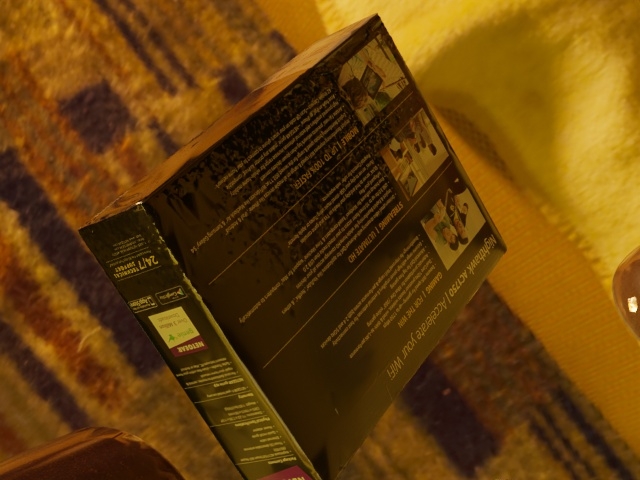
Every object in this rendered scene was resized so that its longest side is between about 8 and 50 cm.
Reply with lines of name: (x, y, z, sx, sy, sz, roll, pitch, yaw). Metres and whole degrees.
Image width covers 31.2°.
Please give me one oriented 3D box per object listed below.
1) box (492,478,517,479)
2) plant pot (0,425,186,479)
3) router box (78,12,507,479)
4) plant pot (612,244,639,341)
box: (0.237, 0.371, 0.928, 0.279, 0.177, 0.290, 46, 49, -58)
plant pot: (-0.199, 0.230, 0.625, 0.230, 0.215, 0.215, -6, 70, -49)
router box: (0.000, 0.000, 0.490, 0.179, 0.046, 0.133, -45, 110, -44)
plant pot: (0.341, 0.050, 0.866, 0.236, 0.032, 0.236, 6, 31, -4)
